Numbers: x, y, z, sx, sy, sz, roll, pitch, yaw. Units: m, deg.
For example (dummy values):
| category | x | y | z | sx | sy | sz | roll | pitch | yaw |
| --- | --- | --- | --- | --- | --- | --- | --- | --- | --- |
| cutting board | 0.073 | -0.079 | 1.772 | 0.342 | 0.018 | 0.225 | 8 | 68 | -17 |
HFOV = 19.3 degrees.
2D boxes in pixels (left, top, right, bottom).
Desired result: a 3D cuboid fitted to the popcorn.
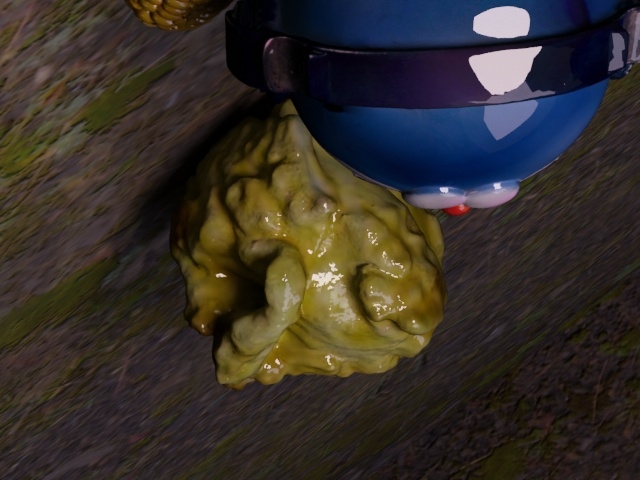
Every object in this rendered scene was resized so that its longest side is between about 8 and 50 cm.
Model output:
| category | x | y | z | sx | sy | sz | roll | pitch | yaw |
| --- | --- | --- | --- | --- | --- | --- | --- | --- | --- |
| popcorn | -0.009 | 0.002 | 1.630 | 0.237 | 0.293 | 0.293 | -6 | 163 | 7 |

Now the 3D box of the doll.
| category | x | y | z | sx | sy | sz | roll | pitch | yaw |
| --- | --- | --- | --- | --- | --- | --- | --- | --- | --- |
| doll | 0.079 | -0.151 | 1.267 | 0.284 | 0.310 | 0.240 | -2 | 115 | 1 |

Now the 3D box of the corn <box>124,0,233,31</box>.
| category | x | y | z | sx | sy | sz | roll | pitch | yaw |
| --- | --- | --- | --- | --- | --- | --- | --- | --- | --- |
| corn | -0.052 | -0.238 | 1.192 | 0.102 | 0.102 | 0.313 | -18 | 157 | -42 |
